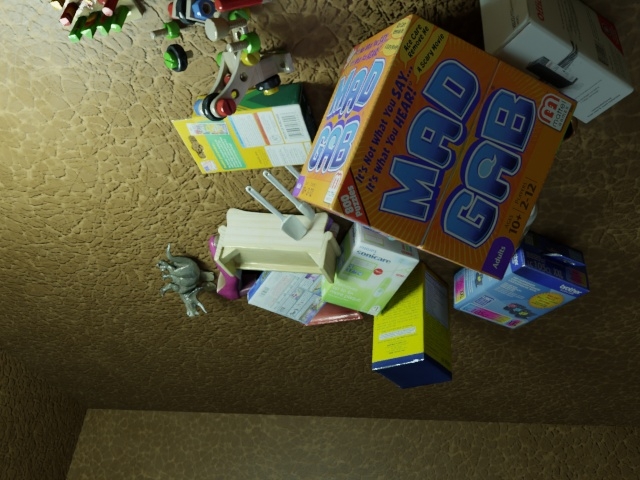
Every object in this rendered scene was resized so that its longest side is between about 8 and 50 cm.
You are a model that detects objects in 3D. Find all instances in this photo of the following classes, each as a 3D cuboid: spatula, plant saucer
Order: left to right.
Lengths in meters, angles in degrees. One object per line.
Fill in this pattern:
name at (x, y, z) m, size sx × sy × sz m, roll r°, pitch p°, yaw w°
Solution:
spatula at (-0.088, -0.121, 1.687) m, size 0.168 × 0.019 × 0.242 m, roll -49°, pitch 128°, yaw -1°
plant saucer at (-0.001, 0.234, 2.274) m, size 0.259 × 0.047 × 0.258 m, roll -11°, pitch 143°, yaw 22°

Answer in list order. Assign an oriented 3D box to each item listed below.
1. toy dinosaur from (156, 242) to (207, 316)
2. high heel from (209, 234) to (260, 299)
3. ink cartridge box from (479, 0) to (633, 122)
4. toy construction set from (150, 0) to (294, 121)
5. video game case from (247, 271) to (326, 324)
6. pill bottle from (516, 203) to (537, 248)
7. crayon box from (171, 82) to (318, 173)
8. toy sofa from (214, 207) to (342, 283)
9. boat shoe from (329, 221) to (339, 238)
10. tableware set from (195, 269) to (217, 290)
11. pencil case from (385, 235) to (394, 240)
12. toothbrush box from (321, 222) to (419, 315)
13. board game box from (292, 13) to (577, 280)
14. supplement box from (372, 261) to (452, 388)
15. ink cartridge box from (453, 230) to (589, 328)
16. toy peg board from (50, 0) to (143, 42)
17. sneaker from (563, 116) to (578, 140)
toy dinosaur at (-0.488, 0.118, 2.137) m, size 0.160 × 0.121 × 0.313 m, roll -1°, pitch 122°, yaw -6°
high heel at (-0.342, 0.103, 2.058) m, size 0.181 × 0.127 × 0.377 m, roll -7°, pitch 144°, yaw 14°
ink cartridge box at (0.446, -0.379, 1.153) m, size 0.273 × 0.197 × 0.114 m, roll 23°, pitch 142°, yaw -23°
toy construction set at (-0.152, -0.407, 1.226) m, size 0.237 × 0.257 × 0.309 m, roll -27°, pitch -177°, yaw -32°
video game case at (-0.077, 0.148, 2.064) m, size 0.244 × 0.061 × 0.269 m, roll 25°, pitch 120°, yaw -25°
pill bottle at (0.518, -0.035, 1.715) m, size 0.131 × 0.131 × 0.229 m, roll 5°, pitch 146°, yaw 1°
crayon box at (-0.177, -0.274, 1.509) m, size 0.323 × 0.083 × 0.203 m, roll -4°, pitch 145°, yaw 13°
toy sofa at (-0.125, 0.018, 1.846) m, size 0.363 × 0.177 × 0.150 m, roll 3°, pitch 157°, yaw 15°
boat shoe at (0.000, 0.000, 1.912) m, size 0.063 × 0.059 × 0.170 m, roll 21°, pitch 143°, yaw -21°
tableware set at (-0.458, 0.151, 2.245) m, size 0.141 × 0.020 × 0.168 m, roll 2°, pitch 145°, yaw 2°
pencil case at (0.130, -0.099, 1.692) m, size 0.284 × 0.124 × 0.124 m, roll 26°, pitch 141°, yaw -29°
toothbrush box at (0.150, 0.089, 1.913) m, size 0.206 × 0.122 × 0.283 m, roll 18°, pitch 129°, yaw -17°
board game box at (0.200, -0.174, 1.211) m, size 0.356 × 0.356 × 0.356 m, roll 21°, pitch -177°, yaw -15°
supplement box at (0.308, 0.286, 2.023) m, size 0.195 × 0.356 × 0.194 m, roll -19°, pitch 138°, yaw 33°
ink cartridge box at (0.646, 0.117, 1.913) m, size 0.270 × 0.151 × 0.395 m, roll 19°, pitch 143°, yaw -19°
toy peg board at (-0.481, -0.491, 1.235) m, size 0.161 × 0.079 × 0.160 m, roll -6°, pitch 145°, yaw 17°
sneaker at (0.455, -0.307, 1.330) m, size 0.290 × 0.123 × 0.106 m, roll 18°, pitch 146°, yaw -15°
